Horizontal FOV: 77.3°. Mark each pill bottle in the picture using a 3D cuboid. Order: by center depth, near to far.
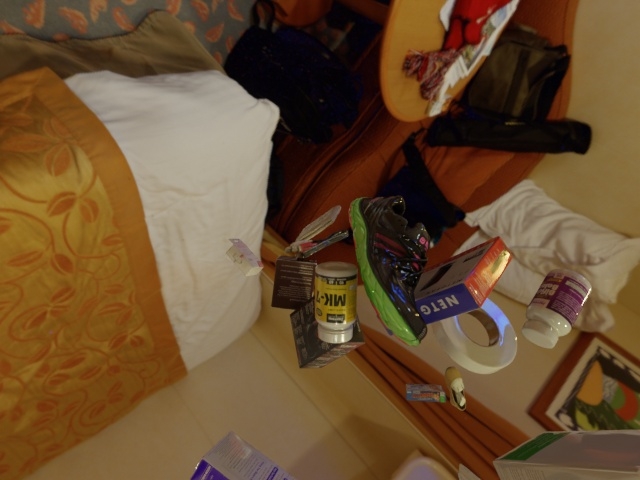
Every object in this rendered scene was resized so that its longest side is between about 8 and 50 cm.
[{"bbox_3d":[0.044,0.173,1.130,0.119,0.119,0.208,-13,107,-50],"label":"pill bottle"},{"bbox_3d":[0.931,0.272,1.596,0.301,0.169,0.169,-50,155,-18],"label":"pill bottle"}]

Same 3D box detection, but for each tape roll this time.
[{"bbox_3d":[0.673,0.386,1.759,0.392,0.392,0.072,-27,156,-37],"label":"tape roll"}]

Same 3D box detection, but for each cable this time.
[{"bbox_3d":[0.000,0.000,1.607,0.288,0.072,0.139,-25,-171,-22],"label":"cable"}]

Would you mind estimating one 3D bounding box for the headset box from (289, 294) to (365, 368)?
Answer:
[{"bbox_3d":[0.025,0.308,1.441,0.110,0.217,0.293,11,141,-36],"label":"headset box"}]

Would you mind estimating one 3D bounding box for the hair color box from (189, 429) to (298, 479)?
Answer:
[{"bbox_3d":[-0.187,0.723,1.153,0.110,0.339,0.185,-62,168,4],"label":"hair color box"}]

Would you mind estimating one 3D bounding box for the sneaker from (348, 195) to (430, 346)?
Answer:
[{"bbox_3d":[0.204,0.044,1.075,0.203,0.482,0.185,-16,142,9],"label":"sneaker"}]

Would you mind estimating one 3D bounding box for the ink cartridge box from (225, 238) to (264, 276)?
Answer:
[{"bbox_3d":[-0.382,0.081,1.967,0.067,0.198,0.115,-46,166,12],"label":"ink cartridge box"}]

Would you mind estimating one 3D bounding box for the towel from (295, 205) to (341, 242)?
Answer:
[{"bbox_3d":[-0.011,-0.082,2.227,0.282,0.049,0.187,-33,-166,28],"label":"towel"}]

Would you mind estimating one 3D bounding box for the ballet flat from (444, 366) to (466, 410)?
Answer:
[{"bbox_3d":[0.601,0.649,1.748,0.080,0.073,0.232,-25,118,-10],"label":"ballet flat"}]

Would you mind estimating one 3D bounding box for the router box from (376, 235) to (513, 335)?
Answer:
[{"bbox_3d":[0.377,0.141,1.219,0.301,0.082,0.335,-33,179,-44],"label":"router box"}]

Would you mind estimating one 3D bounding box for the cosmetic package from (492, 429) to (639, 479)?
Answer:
[{"bbox_3d":[0.572,0.499,0.819,0.197,0.155,0.365,-12,158,-25],"label":"cosmetic package"}]

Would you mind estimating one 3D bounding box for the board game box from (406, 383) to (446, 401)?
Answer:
[{"bbox_3d":[0.388,0.567,1.495,0.201,0.136,0.035,50,40,-73],"label":"board game box"}]

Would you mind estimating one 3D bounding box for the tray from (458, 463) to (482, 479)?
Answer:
[{"bbox_3d":[0.567,0.933,1.461,0.030,0.145,0.270,-10,168,-5],"label":"tray"}]

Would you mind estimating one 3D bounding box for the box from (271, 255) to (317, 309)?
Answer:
[{"bbox_3d":[-0.109,0.176,1.690,0.168,0.167,0.202,-111,-152,-86],"label":"box"}]
